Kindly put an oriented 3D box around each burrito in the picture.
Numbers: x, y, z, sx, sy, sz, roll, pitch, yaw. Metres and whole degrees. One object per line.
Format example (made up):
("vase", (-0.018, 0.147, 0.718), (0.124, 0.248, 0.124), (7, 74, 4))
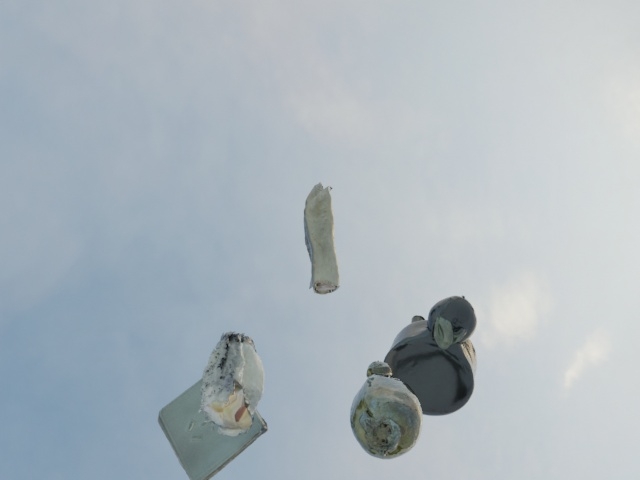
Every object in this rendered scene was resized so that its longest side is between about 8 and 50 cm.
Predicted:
("burrito", (0.000, 0.000, 1.138), (0.061, 0.087, 0.225), (-5, -85, -8))

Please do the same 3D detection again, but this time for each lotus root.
("lotus root", (0.078, 0.207, 0.721), (0.088, 0.165, 0.088), (0, -76, -1))

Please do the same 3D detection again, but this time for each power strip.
("power strip", (-0.238, 0.414, 1.337), (0.213, 0.064, 0.198), (-38, -116, 2))

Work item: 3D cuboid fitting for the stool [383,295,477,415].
("stool", (0.212, 0.198, 1.033), (0.153, 0.228, 0.139), (43, -151, 2))

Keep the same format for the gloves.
("gloves", (-0.130, 0.196, 0.853), (0.153, 0.071, 0.114), (-78, -33, -50))
